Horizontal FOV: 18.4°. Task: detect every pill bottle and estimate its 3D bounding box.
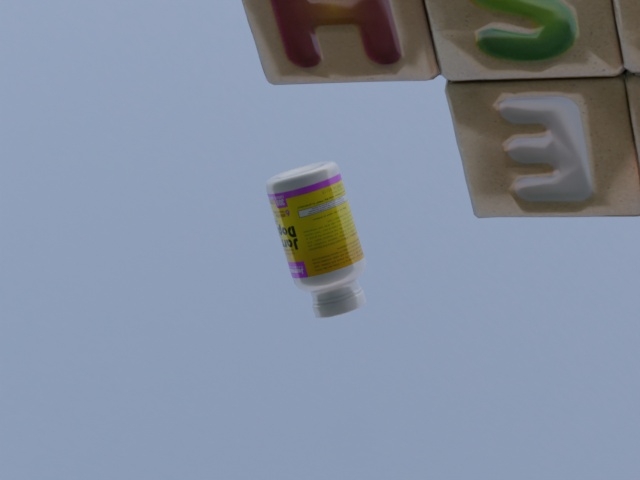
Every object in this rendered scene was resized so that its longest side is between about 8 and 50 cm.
[{"bbox_3d":[0.000,0.000,1.111,0.043,0.043,0.083,-15,-82,13],"label":"pill bottle"}]

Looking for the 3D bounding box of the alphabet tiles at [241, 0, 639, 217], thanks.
[{"bbox_3d":[0.087,-0.079,0.358,0.237,0.198,0.009,0,-137,19],"label":"alphabet tiles"}]
